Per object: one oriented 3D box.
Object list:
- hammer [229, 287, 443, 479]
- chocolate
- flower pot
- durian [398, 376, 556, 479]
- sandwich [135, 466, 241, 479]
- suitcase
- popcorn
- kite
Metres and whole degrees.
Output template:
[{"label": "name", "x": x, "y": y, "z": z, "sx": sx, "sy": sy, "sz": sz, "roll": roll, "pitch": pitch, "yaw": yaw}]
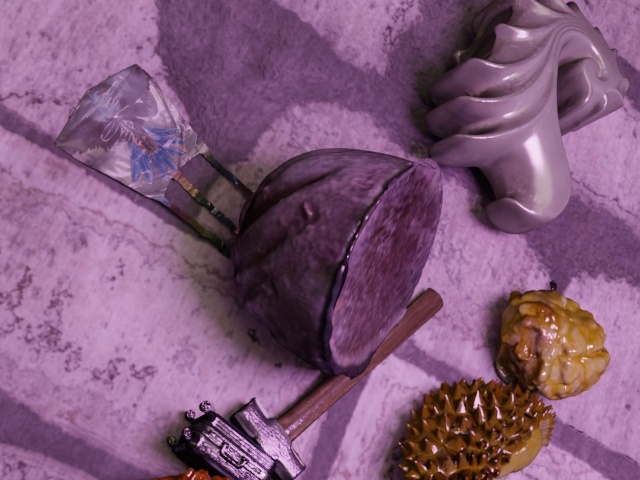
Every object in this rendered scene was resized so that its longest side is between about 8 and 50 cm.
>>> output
[{"label": "hammer", "x": 0.040, "y": 0.173, "z": 1.430, "sx": 0.365, "sy": 0.043, "sz": 0.111, "roll": -37, "pitch": 89, "yaw": -32}, {"label": "chocolate", "x": 0.000, "y": 0.000, "z": 1.353, "sx": 0.213, "sy": 0.303, "sz": 0.303, "roll": 23, "pitch": 58, "yaw": 23}, {"label": "flower pot", "x": 0.305, "y": -0.210, "z": 1.613, "sx": 0.254, "sy": 0.164, "sz": 0.367, "roll": 42, "pitch": 59, "yaw": -12}, {"label": "durian", "x": 0.201, "y": 0.284, "z": 1.410, "sx": 0.306, "sy": 0.172, "sz": 0.166, "roll": -49, "pitch": 138, "yaw": -46}, {"label": "sandwich", "x": -0.121, "y": 0.339, "z": 1.241, "sx": 0.184, "sy": 0.109, "sz": 0.160, "roll": -20, "pitch": 61, "yaw": -8}, {"label": "suitcase", "x": -0.118, "y": 0.259, "z": 1.295, "sx": 0.126, "sy": 0.086, "sz": 0.059, "roll": 40, "pitch": 62, "yaw": -7}, {"label": "popcorn", "x": 0.326, "y": 0.140, "z": 1.516, "sx": 0.173, "sy": 0.142, "sz": 0.173, "roll": 6, "pitch": 44, "yaw": -6}, {"label": "kite", "x": -0.188, "y": -0.103, "z": 1.432, "sx": 0.310, "sy": 0.015, "sz": 0.169, "roll": 37, "pitch": 60, "yaw": -8}]
